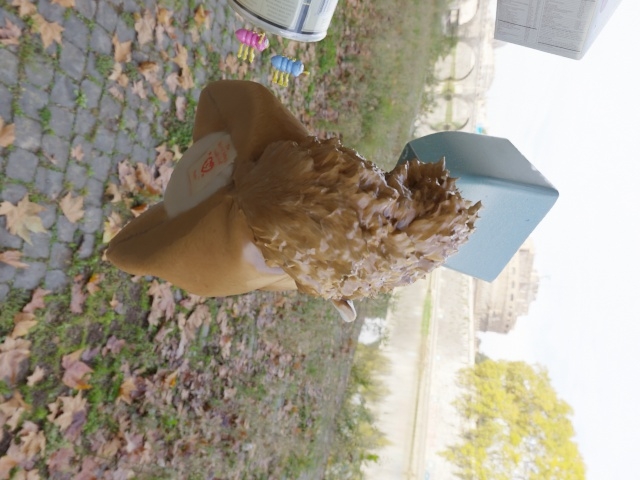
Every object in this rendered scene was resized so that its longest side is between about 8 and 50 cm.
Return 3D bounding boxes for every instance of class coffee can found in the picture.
[{"bbox_3d":[-0.033,-0.513,0.703,0.275,0.201,0.202,-61,-175,43],"label":"coffee can"}]

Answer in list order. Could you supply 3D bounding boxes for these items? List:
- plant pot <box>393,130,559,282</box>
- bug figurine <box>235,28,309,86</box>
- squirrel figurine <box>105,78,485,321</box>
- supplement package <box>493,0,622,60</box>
[{"bbox_3d":[0.283,-0.094,0.920,0.247,0.252,0.248,-99,-155,-50],"label":"plant pot"},{"bbox_3d":[-0.109,-0.568,1.136,0.072,0.216,0.279,129,-24,-82],"label":"bug figurine"},{"bbox_3d":[0.000,0.000,0.588,0.370,0.396,0.281,37,71,-46],"label":"squirrel figurine"},{"bbox_3d":[0.372,-0.422,0.614,0.194,0.149,0.203,-53,152,-10],"label":"supplement package"}]
